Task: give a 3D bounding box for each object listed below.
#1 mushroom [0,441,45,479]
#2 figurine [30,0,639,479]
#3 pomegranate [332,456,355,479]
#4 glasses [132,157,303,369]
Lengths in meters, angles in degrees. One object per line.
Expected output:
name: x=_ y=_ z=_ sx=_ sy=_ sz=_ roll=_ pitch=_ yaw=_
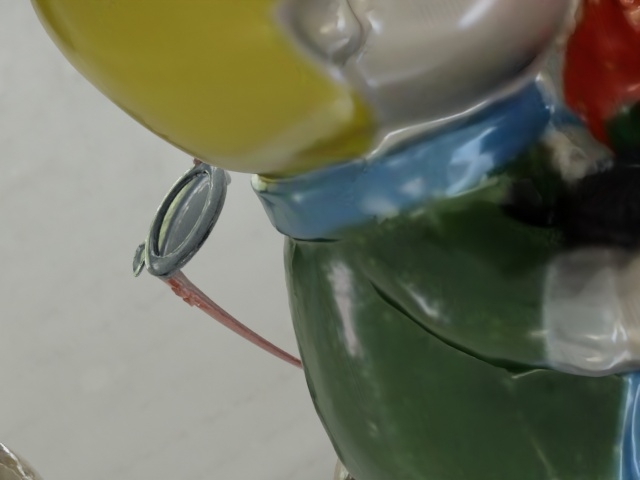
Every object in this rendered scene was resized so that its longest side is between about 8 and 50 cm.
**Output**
mushroom: x=-0.366 y=0.279 z=1.471 sx=0.292 sy=0.290 sz=0.293 roll=-1 pitch=-114 yaw=2
figurine: x=0.036 y=-0.045 z=0.371 sx=0.185 sy=0.234 sz=0.127 roll=-9 pitch=-161 yaw=40
pomegranate: x=0.149 y=0.160 z=1.092 sx=0.307 sy=0.307 sz=0.307 roll=-20 pitch=-137 yaw=20
glasses: x=0.000 y=0.000 z=1.411 sx=0.118 sy=0.268 sz=0.234 roll=-12 pitch=-138 yaw=58
